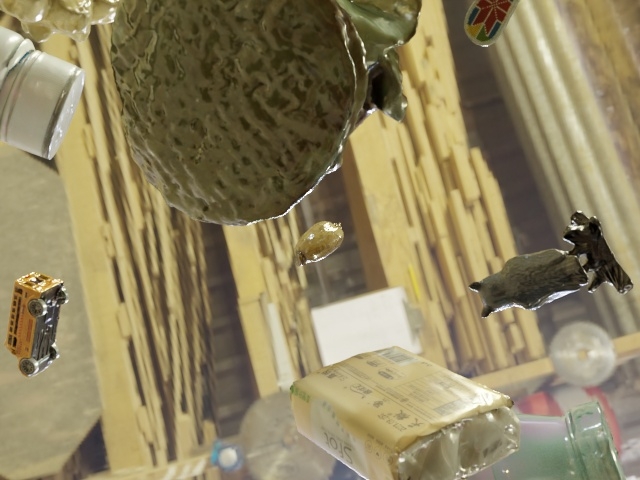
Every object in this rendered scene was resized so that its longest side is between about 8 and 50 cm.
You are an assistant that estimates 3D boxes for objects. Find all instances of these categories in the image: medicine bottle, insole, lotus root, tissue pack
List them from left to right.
[{"bbox_3d":[-0.428,-0.200,1.057,0.143,0.258,0.143,-158,-90,-81],"label":"medicine bottle"},{"bbox_3d":[0.000,0.000,1.698,0.063,0.072,0.152,56,45,-5],"label":"lotus root"},{"bbox_3d":[0.095,0.207,1.028,0.222,0.186,0.090,21,-59,52],"label":"tissue pack"},{"bbox_3d":[0.220,-0.308,0.985,0.065,0.193,0.006,42,29,23],"label":"insole"},{"bbox_3d":[0.273,0.354,1.202,0.245,0.290,0.244,-19,90,-77],"label":"medicine bottle"}]

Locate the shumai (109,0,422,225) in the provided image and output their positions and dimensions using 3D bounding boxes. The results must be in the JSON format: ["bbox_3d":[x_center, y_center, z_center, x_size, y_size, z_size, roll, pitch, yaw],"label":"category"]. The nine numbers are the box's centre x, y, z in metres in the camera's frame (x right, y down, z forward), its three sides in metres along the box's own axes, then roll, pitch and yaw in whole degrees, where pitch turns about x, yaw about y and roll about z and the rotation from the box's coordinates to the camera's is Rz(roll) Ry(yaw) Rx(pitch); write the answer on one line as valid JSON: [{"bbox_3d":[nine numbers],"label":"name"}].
[{"bbox_3d":[-0.045,-0.193,0.958,0.292,0.330,0.288,35,34,0],"label":"shumai"}]

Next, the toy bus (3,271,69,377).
[{"bbox_3d":[-0.463,0.137,1.418,0.069,0.074,0.162,-39,147,-65],"label":"toy bus"}]

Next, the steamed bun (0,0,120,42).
[{"bbox_3d":[-0.475,-0.450,1.473,0.137,0.296,0.292,-46,-144,40],"label":"steamed bun"}]

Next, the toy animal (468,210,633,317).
[{"bbox_3d":[0.319,0.062,1.243,0.121,0.210,0.117,58,12,-11],"label":"toy animal"}]
